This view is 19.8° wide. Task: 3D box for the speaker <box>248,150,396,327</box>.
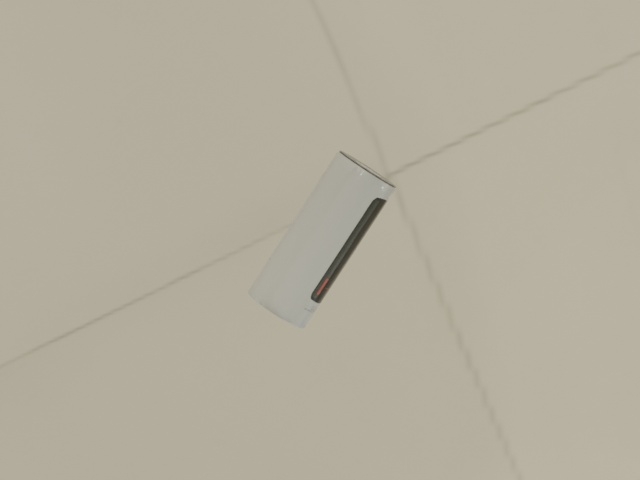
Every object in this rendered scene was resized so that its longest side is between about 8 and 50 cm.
[{"bbox_3d":[0.000,0.000,1.435,0.055,0.055,0.136,31,95,-23],"label":"speaker"}]
